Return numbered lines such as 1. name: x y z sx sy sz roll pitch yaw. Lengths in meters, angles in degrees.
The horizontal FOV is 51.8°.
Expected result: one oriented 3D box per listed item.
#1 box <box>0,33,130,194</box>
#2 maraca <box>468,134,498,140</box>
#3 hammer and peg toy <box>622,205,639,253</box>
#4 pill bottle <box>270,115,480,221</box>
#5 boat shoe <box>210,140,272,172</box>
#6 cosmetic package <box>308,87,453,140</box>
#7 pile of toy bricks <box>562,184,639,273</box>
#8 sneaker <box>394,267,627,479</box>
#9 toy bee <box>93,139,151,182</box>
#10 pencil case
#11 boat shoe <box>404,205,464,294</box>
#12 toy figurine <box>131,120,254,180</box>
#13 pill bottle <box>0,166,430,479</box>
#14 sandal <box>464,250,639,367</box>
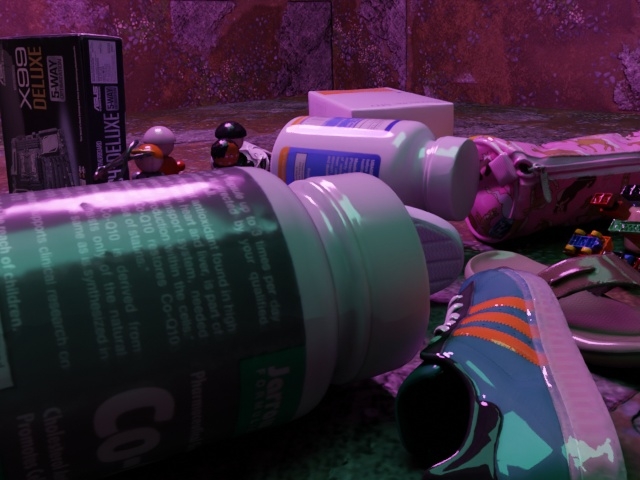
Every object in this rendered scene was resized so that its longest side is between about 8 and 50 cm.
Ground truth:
1. box: -0.407 -0.164 1.043 0.243 0.307 0.076 12 18 35
2. maraca: 0.280 -0.142 1.273 0.186 0.099 0.127 -22 0 23
3. hammer and peg toy: 0.596 -0.031 0.819 0.266 0.127 0.361 -18 23 -42
4. pill bottle: 0.078 -0.096 0.939 0.272 0.152 0.152 10 21 30
5. boat shoe: -0.142 -0.168 1.384 0.076 0.083 0.226 15 14 21
6. cosmetic package: 0.123 -0.262 1.559 0.230 0.161 0.453 -5 18 -12
7. pile of toy bricks: 0.404 0.011 0.790 0.105 0.118 0.212 34 -4 -17
8. sneaker: 0.116 0.096 0.491 0.121 0.108 0.302 4 19 3
9. toy bee: -0.236 0.045 0.652 0.298 0.162 0.195 -43 16 -18
10. pencil case: 0.400 -0.093 0.992 0.386 0.160 0.167 -7 32 -18
11. boat shoe: 0.000 0.000 0.787 0.335 0.121 0.119 0 22 12
12. toy figurine: -0.228 -0.130 1.184 0.213 0.148 0.209 -2 17 -2
13. pill bottle: -0.115 0.053 0.489 0.361 0.204 0.204 -11 19 -25
14. sandal: 0.254 0.048 0.666 0.120 0.086 0.303 -11 20 -28
